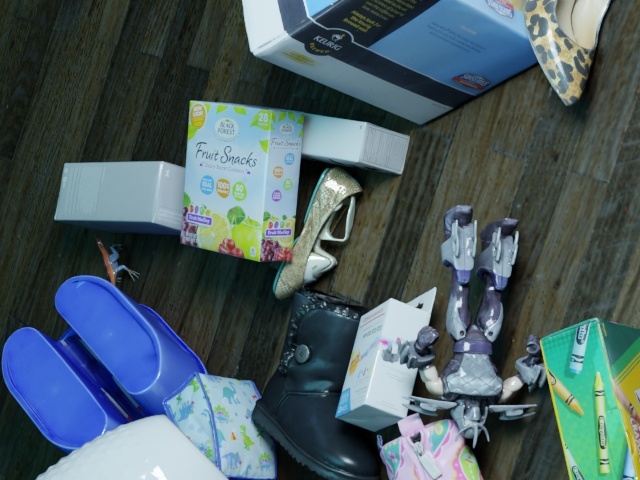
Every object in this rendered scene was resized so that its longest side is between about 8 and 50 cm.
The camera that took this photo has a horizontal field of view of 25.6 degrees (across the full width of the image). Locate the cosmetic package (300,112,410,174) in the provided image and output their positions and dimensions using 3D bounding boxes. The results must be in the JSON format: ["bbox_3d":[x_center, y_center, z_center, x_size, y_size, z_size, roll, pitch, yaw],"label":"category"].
[{"bbox_3d":[0.000,-0.140,1.963,0.239,0.099,0.060,13,88,43],"label":"cosmetic package"}]

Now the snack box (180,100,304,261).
[{"bbox_3d":[-0.111,-0.085,1.952,0.174,0.070,0.207,11,98,44],"label":"snack box"}]

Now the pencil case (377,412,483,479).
[{"bbox_3d":[0.159,0.353,1.695,0.124,0.124,0.284,-33,61,32],"label":"pencil case"}]

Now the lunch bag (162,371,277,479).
[{"bbox_3d":[-0.133,0.271,1.964,0.096,0.129,0.151,-44,57,25],"label":"lunch bag"}]

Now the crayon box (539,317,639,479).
[{"bbox_3d":[0.341,0.235,1.532,0.081,0.165,0.278,-25,65,35],"label":"crayon box"}]

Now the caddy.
[{"bbox_3d":[-0.314,0.214,2.111,0.241,0.179,0.341,-44,51,-5],"label":"caddy"}]

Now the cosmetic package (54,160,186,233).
[{"bbox_3d":[-0.286,-0.064,2.179,0.238,0.127,0.107,5,83,44],"label":"cosmetic package"}]

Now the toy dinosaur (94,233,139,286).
[{"bbox_3d":[-0.336,0.047,2.239,0.047,0.090,0.082,-50,19,40],"label":"toy dinosaur"}]

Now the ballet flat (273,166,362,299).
[{"bbox_3d":[0.000,0.000,1.955,0.067,0.073,0.206,27,103,18],"label":"ballet flat"}]

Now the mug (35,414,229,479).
[{"bbox_3d":[-0.274,0.384,1.810,0.328,0.276,0.374,-44,19,-9],"label":"mug"}]

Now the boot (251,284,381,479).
[{"bbox_3d":[0.017,0.190,1.873,0.246,0.094,0.207,32,105,47],"label":"boot"}]

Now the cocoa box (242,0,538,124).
[{"bbox_3d":[0.091,-0.326,1.757,0.228,0.347,0.231,-27,63,34],"label":"cocoa box"}]

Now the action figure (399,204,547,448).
[{"bbox_3d":[0.185,0.109,1.705,0.099,0.185,0.285,145,130,-66],"label":"action figure"}]

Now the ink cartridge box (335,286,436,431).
[{"bbox_3d":[0.084,0.143,1.794,0.104,0.061,0.181,142,147,-63],"label":"ink cartridge box"}]

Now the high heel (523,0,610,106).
[{"bbox_3d":[0.340,-0.303,1.700,0.186,0.093,0.261,-26,55,41],"label":"high heel"}]
